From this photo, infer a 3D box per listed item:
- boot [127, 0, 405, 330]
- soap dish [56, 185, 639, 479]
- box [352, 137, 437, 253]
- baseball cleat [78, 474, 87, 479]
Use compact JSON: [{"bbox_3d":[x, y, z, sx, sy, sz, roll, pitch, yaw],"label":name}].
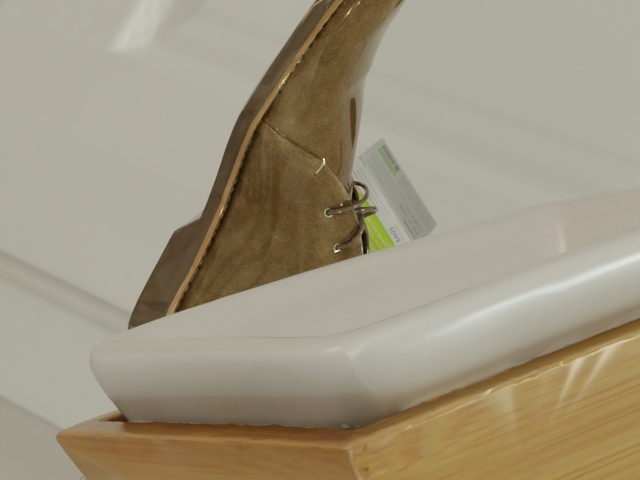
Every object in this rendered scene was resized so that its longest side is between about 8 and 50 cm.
[{"bbox_3d":[-0.003,-0.038,1.064,0.305,0.115,0.112,-63,171,29],"label":"boot"},{"bbox_3d":[0.071,0.060,0.723,0.291,0.229,0.118,-18,96,-32],"label":"soap dish"},{"bbox_3d":[0.000,0.000,1.832,0.114,0.203,0.103,58,21,-4],"label":"box"},{"bbox_3d":[-0.127,0.261,1.473,0.072,0.206,0.109,-34,-171,9],"label":"baseball cleat"}]
